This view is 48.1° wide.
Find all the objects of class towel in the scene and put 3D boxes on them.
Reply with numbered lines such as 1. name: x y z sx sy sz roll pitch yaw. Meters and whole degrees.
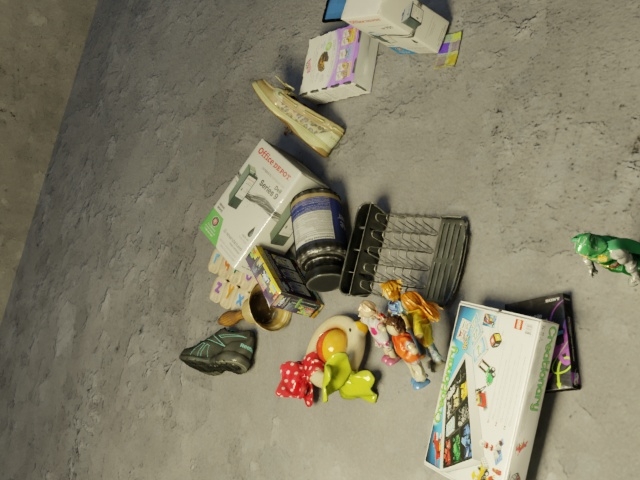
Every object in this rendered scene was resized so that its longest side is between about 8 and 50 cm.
1. towel: 0.280 -0.417 1.576 0.060 0.009 0.083 9 82 50

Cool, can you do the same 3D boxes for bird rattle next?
1. bird rattle: 0.024 0.262 1.543 0.253 0.143 0.207 -11 55 59

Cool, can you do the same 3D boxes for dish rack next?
1. dish rack: 0.171 0.031 1.471 0.271 0.074 0.208 6 80 49

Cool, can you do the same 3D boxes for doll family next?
1. doll family: 0.162 0.158 1.359 0.163 0.118 0.263 67 169 -10

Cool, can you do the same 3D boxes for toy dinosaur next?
1. toy dinosaur: -0.066 -0.325 1.902 0.090 0.047 0.082 6 61 59

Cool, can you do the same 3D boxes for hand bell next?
1. hand bell: -0.191 0.181 1.791 0.242 0.126 0.126 -21 60 49

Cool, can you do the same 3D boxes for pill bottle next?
1. pill bottle: 0.000 0.000 1.635 0.122 0.122 0.219 -31 54 37

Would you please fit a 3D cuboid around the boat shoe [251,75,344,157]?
1. boat shoe: -0.059 -0.325 1.812 0.285 0.104 0.089 44 97 17

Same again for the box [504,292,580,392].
1. box: 0.374 0.178 1.222 0.116 0.029 0.162 -19 60 42

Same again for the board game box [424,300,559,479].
1. board game box: 0.287 0.270 1.230 0.193 0.053 0.306 11 87 59

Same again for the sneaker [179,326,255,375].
1. sneaker: -0.260 0.286 1.851 0.267 0.101 0.106 -9 51 43

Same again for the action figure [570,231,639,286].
1. action figure: 0.437 0.029 1.055 0.137 0.232 0.064 11 84 50

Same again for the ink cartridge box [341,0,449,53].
1. ink cartridge box: 0.164 -0.488 1.586 0.139 0.190 0.082 19 91 55

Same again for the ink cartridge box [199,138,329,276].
1. ink cartridge box: -0.143 -0.080 1.797 0.289 0.121 0.211 -54 46 8

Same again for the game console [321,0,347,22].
1. game console: 0.036 -0.643 1.892 0.122 0.107 0.071 15 58 49

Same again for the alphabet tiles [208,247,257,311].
1. alphabet tiles: -0.205 0.052 1.918 0.284 0.021 0.278 21 91 50

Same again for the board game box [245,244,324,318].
1. board game box: -0.084 0.097 1.676 0.048 0.141 0.170 -52 43 19

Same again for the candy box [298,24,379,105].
1. candy box: 0.046 -0.441 1.798 0.196 0.070 0.165 -2 74 47
